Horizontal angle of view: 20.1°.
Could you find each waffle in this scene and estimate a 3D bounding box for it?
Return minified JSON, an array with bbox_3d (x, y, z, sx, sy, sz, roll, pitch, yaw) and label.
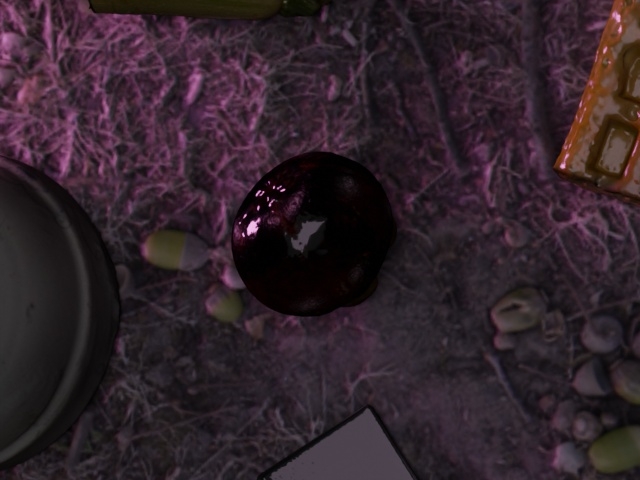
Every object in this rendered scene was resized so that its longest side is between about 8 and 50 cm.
[{"bbox_3d":[0.350,-0.118,1.541,0.248,0.055,0.221,21,88,15],"label":"waffle"}]

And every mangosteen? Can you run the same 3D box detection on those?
[{"bbox_3d":[0.000,0.000,1.572,0.152,0.152,0.152,-2,83,13],"label":"mangosteen"}]

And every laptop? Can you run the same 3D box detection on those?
[{"bbox_3d":[0.039,0.252,1.590,0.129,0.016,0.180,-34,78,7],"label":"laptop"}]

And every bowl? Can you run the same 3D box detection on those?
[{"bbox_3d":[-0.354,0.062,1.635,0.307,0.163,0.307,-2,84,16],"label":"bowl"}]

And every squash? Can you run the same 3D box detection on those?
[{"bbox_3d":[-0.100,-0.238,1.654,0.224,0.094,0.094,10,86,5],"label":"squash"}]
